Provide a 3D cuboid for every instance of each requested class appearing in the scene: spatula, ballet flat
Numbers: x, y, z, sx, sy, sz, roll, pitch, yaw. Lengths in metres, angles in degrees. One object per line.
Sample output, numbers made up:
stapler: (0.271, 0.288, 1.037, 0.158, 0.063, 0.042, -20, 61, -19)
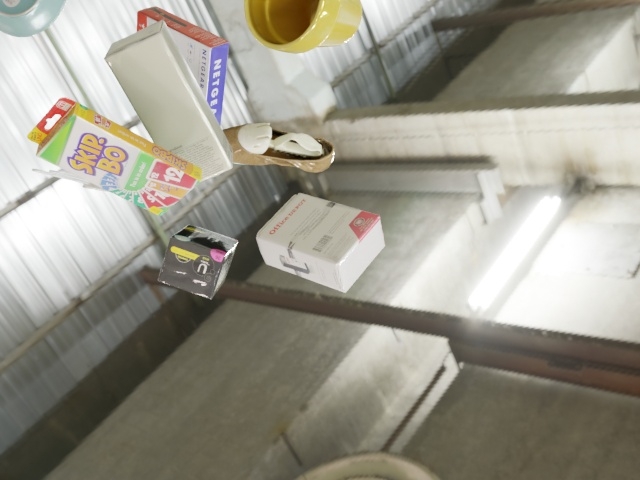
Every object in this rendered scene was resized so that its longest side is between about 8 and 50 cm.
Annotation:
spatula: (-0.579, -0.145, 1.970, 0.168, 0.242, 0.019, 7, -93, 40)
ballet flat: (-0.115, -0.252, 2.095, 0.124, 0.342, 0.116, 142, -46, -60)

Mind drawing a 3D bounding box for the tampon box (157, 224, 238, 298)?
tampon box: (-0.257, 0.042, 1.688, 0.120, 0.101, 0.161, 19, -169, 0)

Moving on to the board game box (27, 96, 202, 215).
board game box: (-0.333, -0.131, 1.292, 0.124, 0.259, 0.039, -34, -140, 35)

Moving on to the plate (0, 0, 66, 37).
plate: (-0.485, -0.422, 1.272, 0.188, 0.188, 0.024, -16, -179, 19)

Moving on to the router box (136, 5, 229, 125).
router box: (-0.430, -0.499, 2.421, 0.301, 0.335, 0.082, 30, -140, 24)

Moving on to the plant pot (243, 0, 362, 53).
plant pot: (-0.025, -0.595, 2.021, 0.254, 0.254, 0.239, -5, 180, 35)

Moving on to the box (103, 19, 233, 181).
box: (-0.262, -0.236, 1.408, 0.113, 0.275, 0.094, -22, -151, 6)

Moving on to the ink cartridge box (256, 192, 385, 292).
ink cartridge box: (0.000, 0.000, 1.653, 0.218, 0.092, 0.158, 19, -128, 33)
